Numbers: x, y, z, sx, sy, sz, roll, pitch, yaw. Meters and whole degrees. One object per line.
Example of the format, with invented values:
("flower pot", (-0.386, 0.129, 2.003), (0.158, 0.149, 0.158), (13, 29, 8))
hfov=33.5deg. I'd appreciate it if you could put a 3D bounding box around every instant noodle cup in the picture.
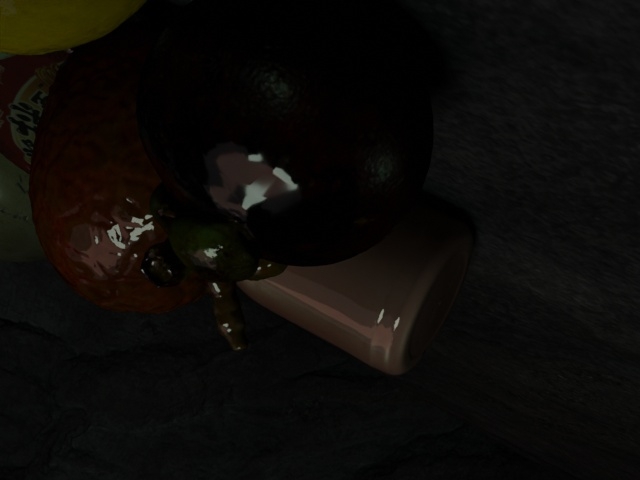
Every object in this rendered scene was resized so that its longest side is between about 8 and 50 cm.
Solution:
("instant noodle cup", (-0.251, -0.150, 1.142), (0.273, 0.091, 0.274), (16, 148, 10))

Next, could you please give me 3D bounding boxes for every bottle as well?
("bottle", (0.000, 0.000, 1.117), (0.296, 0.173, 0.206), (25, -157, 19))

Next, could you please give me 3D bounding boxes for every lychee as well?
("lychee", (-0.133, -0.047, 0.936), (0.300, 0.255, 0.255), (62, -176, 24))

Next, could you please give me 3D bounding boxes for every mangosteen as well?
("mangosteen", (-0.031, -0.067, 0.726), (0.216, 0.216, 0.216), (28, 170, 6))

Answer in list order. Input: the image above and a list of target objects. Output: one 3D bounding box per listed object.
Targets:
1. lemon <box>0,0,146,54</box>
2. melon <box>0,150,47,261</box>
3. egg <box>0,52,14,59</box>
("lemon", (-0.157, -0.189, 0.562), (0.178, 0.178, 0.203), (32, 169, -17))
("melon", (-0.403, -0.112, 1.339), (0.268, 0.269, 0.330), (20, 167, 42))
("egg", (-0.269, -0.213, 0.784), (0.169, 0.169, 0.231), (25, -177, 22))
